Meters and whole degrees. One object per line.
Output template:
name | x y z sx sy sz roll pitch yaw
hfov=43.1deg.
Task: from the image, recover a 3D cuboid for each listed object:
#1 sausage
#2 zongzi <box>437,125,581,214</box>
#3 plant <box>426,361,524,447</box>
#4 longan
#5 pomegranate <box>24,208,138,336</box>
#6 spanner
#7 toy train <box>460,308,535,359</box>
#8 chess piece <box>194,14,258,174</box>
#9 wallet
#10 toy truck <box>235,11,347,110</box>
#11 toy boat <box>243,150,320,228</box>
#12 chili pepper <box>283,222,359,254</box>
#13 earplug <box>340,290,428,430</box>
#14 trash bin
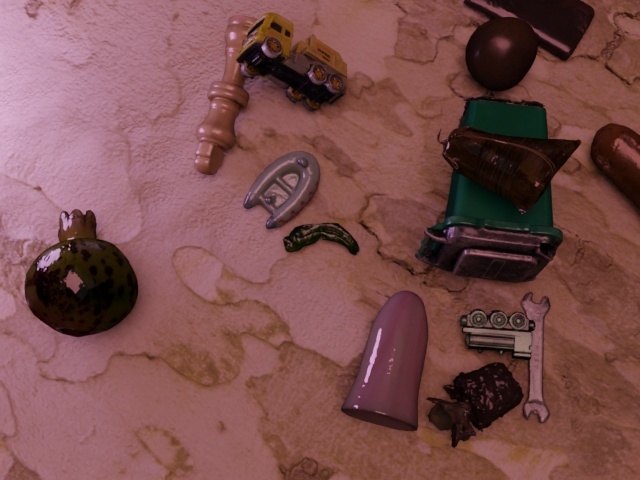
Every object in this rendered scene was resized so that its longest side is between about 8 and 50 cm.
sausage | 0.821 -0.074 1.904 0.136 0.123 0.501 -34 79 -6
zongzi | 0.396 -0.198 1.720 0.247 0.111 0.241 32 51 19
plant | 0.339 0.357 1.792 0.203 0.131 0.142 -20 78 -15
longan | 0.442 -0.461 1.985 0.189 0.189 0.189 0 76 0
pomegranate | -0.522 0.074 1.837 0.242 0.242 0.306 9 45 2
spanner | 0.496 0.267 1.873 0.071 0.017 0.302 4 76 2
toy train | 0.404 0.212 1.857 0.170 0.071 0.111 4 82 7
chess piece | -0.223 -0.348 1.981 0.117 0.117 0.397 14 78 4
wallet | 0.537 -0.599 2.076 0.309 0.042 0.165 32 80 7
toy truck | -0.057 -0.436 1.946 0.272 0.124 0.157 25 58 -28
toy boat | -0.086 -0.130 1.942 0.134 0.079 0.207 43 81 12
chili pepper | 0.002 -0.006 1.925 0.182 0.050 0.073 1 69 -2
earplug | 0.163 0.255 1.813 0.172 0.172 0.301 14 70 3
trash bin | 0.386 -0.114 1.860 0.295 0.259 0.381 7 70 2
